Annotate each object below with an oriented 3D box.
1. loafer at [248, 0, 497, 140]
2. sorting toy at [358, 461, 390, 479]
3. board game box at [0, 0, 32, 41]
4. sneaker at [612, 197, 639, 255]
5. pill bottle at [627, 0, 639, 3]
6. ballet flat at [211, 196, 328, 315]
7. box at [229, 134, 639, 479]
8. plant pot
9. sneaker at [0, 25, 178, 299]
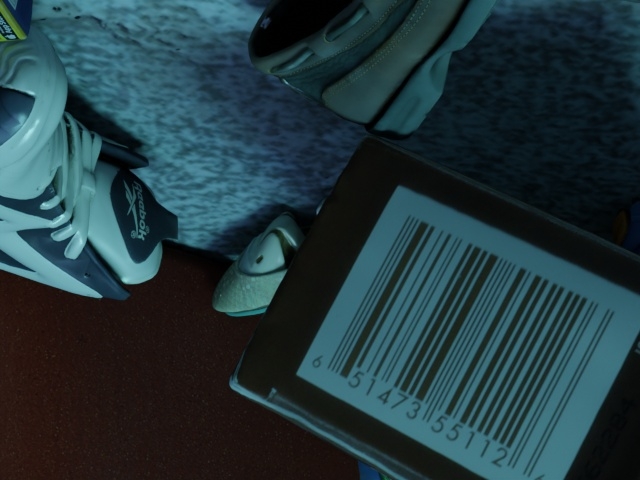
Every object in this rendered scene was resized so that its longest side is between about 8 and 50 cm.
[{"bbox_3d":[0.029,-0.120,0.584,0.084,0.096,0.267,14,154,-6],"label":"loafer"},{"bbox_3d":[0.084,0.237,1.111,0.089,0.257,0.255,-21,148,9],"label":"sorting toy"},{"bbox_3d":[-0.238,-0.149,0.595,0.194,0.060,0.194,-1,152,13],"label":"board game box"},{"bbox_3d":[0.266,0.011,0.804,0.221,0.087,0.083,-14,148,32],"label":"sneaker"},{"bbox_3d":[-0.009,-0.176,0.345,0.363,0.210,0.210,8,153,-8],"label":"pill bottle"},{"bbox_3d":[0.000,0.000,0.877,0.168,0.057,0.052,-16,119,28],"label":"ballet flat"},{"bbox_3d":[0.120,0.095,0.794,0.191,0.143,0.381,27,175,25],"label":"box"},{"bbox_3d":[-0.115,0.155,0.979,0.235,0.267,0.267,2,155,-21],"label":"plant pot"},{"bbox_3d":[-0.129,-0.034,0.764,0.153,0.094,0.235,14,154,-24],"label":"sneaker"}]
